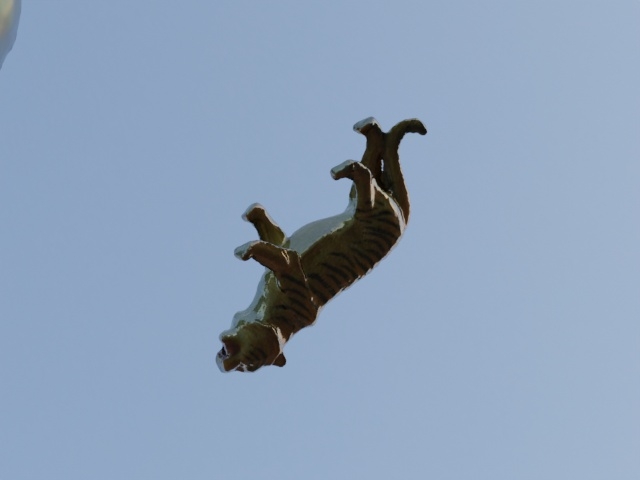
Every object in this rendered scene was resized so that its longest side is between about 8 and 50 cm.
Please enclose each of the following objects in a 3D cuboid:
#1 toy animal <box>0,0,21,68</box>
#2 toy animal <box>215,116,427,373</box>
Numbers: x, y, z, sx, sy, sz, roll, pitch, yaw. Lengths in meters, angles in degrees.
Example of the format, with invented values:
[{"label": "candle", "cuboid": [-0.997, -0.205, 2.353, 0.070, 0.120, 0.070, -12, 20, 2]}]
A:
[{"label": "toy animal", "cuboid": [-0.356, -0.125, 1.190, 0.191, 0.216, 0.338, 47, -124, -7]}, {"label": "toy animal", "cuboid": [0.000, 0.000, 1.211, 0.241, 0.056, 0.099, -41, -60, -17]}]
